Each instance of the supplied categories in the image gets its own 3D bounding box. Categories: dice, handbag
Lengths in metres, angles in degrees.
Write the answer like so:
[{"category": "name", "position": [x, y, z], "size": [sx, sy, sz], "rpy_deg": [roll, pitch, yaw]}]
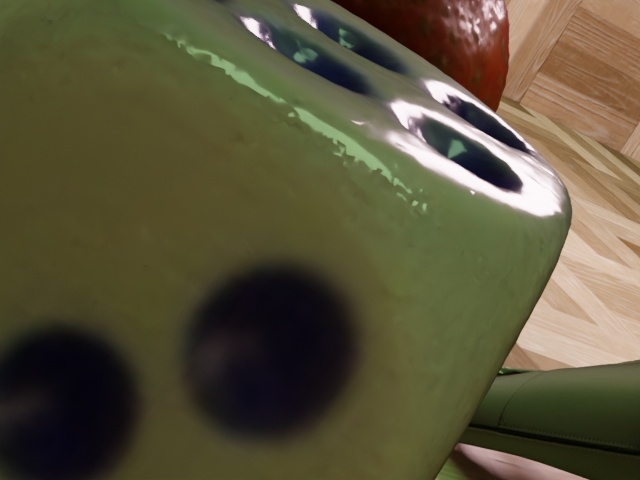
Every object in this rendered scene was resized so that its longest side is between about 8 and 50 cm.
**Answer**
[{"category": "dice", "position": [-0.070, 0.037, 0.686], "size": [0.277, 0.304, 0.304], "rpy_deg": [32, 15, 6]}, {"category": "handbag", "position": [0.230, 0.146, 1.179], "size": [0.241, 0.109, 0.315], "rpy_deg": [-2, -1, -36]}]

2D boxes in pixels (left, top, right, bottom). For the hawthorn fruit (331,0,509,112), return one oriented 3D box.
[{"category": "hawthorn fruit", "position": [-0.008, -0.189, 1.429], "size": [0.403, 0.402, 0.403], "rpy_deg": [28, 16, -9]}]
